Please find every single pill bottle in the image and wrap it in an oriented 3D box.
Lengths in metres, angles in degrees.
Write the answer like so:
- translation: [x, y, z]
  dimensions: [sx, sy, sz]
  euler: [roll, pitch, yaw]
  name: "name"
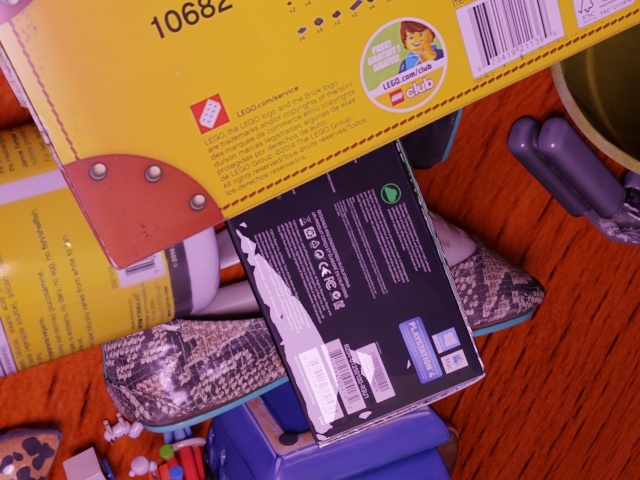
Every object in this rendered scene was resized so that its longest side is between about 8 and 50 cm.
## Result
- translation: [-0.263, 0.014, 0.786]
  dimensions: [0.334, 0.188, 0.187]
  euler: [-17, 129, -17]
  name: "pill bottle"

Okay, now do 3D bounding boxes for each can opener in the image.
- translation: [0.316, -0.075, 1.148]
  dimensions: [0.283, 0.076, 0.095]
  euler: [36, 68, -41]
  name: "can opener"

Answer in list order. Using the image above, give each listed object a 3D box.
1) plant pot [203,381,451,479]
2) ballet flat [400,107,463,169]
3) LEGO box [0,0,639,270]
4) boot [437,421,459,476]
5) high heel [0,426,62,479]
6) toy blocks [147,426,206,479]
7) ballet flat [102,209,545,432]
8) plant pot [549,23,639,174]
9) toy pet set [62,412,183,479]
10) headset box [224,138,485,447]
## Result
- translation: [0.004, 0.236, 1.080]
  dimensions: [0.236, 0.236, 0.212]
  euler: [-14, 121, -20]
  name: "plant pot"
- translation: [0.105, -0.172, 0.903]
  dimensions: [0.096, 0.095, 0.280]
  euler: [5, 134, -14]
  name: "ballet flat"
- translation: [0.025, -0.230, 0.630]
  dimensions: [0.500, 0.372, 0.193]
  euler: [-26, 119, -11]
  name: "LEGO box"
- translation: [0.128, 0.377, 1.326]
  dimensions: [0.112, 0.115, 0.305]
  euler: [3, 120, -29]
  name: "boot"
- translation: [-0.297, 0.310, 1.047]
  dimensions: [0.186, 0.093, 0.261]
  euler: [-32, 127, -3]
  name: "high heel"
- translation: [-0.157, 0.262, 1.089]
  dimensions: [0.054, 0.148, 0.123]
  euler: [-5, 158, -34]
  name: "toy blocks"
- translation: [0.016, 0.044, 1.005]
  dimensions: [0.483, 0.164, 0.182]
  euler: [-14, 109, -18]
  name: "ballet flat"
- translation: [0.464, -0.173, 0.987]
  dimensions: [0.366, 0.366, 0.353]
  euler: [-51, 143, 12]
  name: "plant pot"
- translation: [-0.200, 0.243, 1.033]
  dimensions: [0.114, 0.122, 0.065]
  euler: [-26, 130, -10]
  name: "toy pet set"
- translation: [0.000, 0.000, 0.803]
  dimensions: [0.131, 0.283, 0.246]
  euler: [-22, 93, -4]
  name: "headset box"
